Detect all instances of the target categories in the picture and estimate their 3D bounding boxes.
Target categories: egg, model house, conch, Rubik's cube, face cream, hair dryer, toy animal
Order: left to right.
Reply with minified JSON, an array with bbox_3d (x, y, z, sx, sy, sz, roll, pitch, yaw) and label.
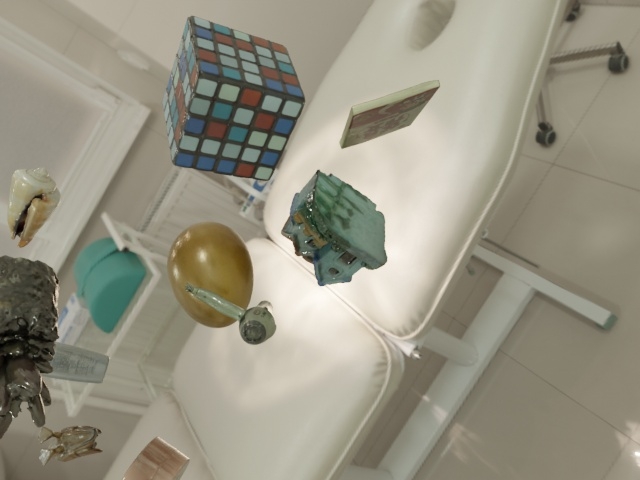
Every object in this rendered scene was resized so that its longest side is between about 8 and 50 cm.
[{"bbox_3d":[-0.842,-0.107,1.551,0.158,0.127,0.255,42,121,14],"label":"conch"},{"bbox_3d":[-0.620,0.295,1.272,0.057,0.198,0.084,141,144,-64],"label":"face cream"},{"bbox_3d":[-0.598,0.505,1.312,0.188,0.179,0.089,-22,63,17],"label":"toy animal"},{"bbox_3d":[-0.410,0.581,1.303,0.104,0.149,0.149,31,92,7],"label":"face cream"},{"bbox_3d":[-0.321,0.101,1.556,0.250,0.250,0.323,-27,72,34],"label":"egg"},{"bbox_3d":[-0.152,-0.234,0.892,0.182,0.184,0.187,-57,39,38],"label":"Rubik's cube"},{"bbox_3d":[-0.188,0.164,1.262,0.224,0.219,0.089,31,96,17],"label":"hair dryer"},{"bbox_3d":[0.000,0.000,1.636,0.329,0.294,0.252,-39,29,40],"label":"model house"}]

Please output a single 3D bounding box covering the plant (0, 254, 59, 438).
[{"bbox_3d":[-0.591,0.198,0.969,0.182,0.193,0.321,-52,40,48],"label":"plant"}]

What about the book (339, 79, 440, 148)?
[{"bbox_3d":[0.122,-0.234,1.000,0.162,0.232,0.022,-18,86,-4],"label":"book"}]
